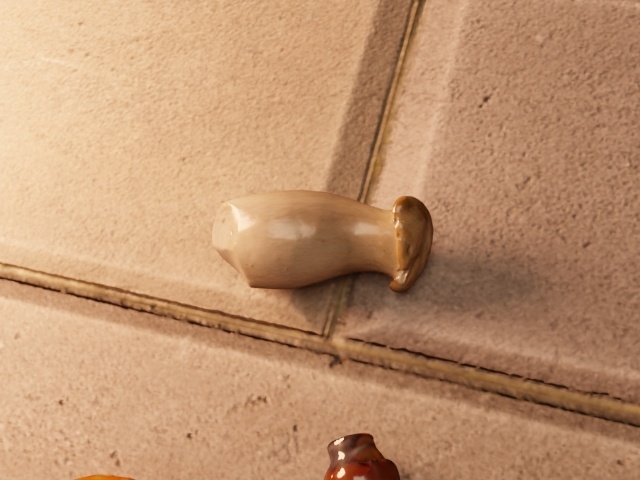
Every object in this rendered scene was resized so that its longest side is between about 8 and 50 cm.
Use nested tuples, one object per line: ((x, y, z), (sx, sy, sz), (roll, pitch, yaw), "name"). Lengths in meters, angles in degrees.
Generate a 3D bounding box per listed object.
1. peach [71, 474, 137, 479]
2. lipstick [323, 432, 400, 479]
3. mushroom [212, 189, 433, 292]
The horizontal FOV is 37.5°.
((-0.172, 0.298, 0.759), (0.243, 0.200, 0.243), (2, 31, -1), "peach")
((0.077, 0.359, 0.748), (0.077, 0.077, 0.419), (-17, 65, 4), "lipstick")
((0.000, 0.000, 0.895), (0.212, 0.088, 0.097), (4, 80, 6), "mushroom")
